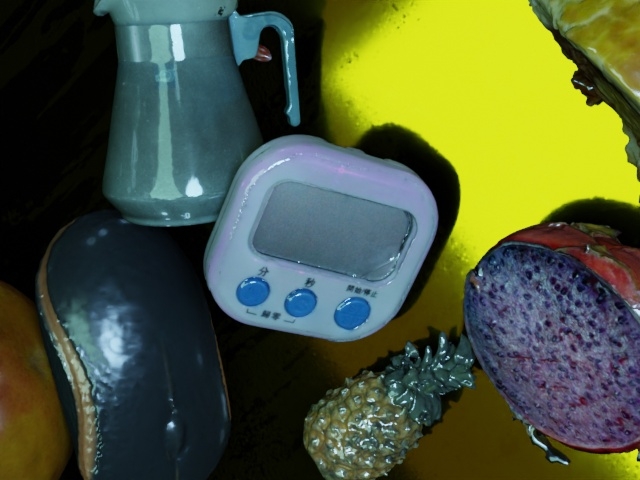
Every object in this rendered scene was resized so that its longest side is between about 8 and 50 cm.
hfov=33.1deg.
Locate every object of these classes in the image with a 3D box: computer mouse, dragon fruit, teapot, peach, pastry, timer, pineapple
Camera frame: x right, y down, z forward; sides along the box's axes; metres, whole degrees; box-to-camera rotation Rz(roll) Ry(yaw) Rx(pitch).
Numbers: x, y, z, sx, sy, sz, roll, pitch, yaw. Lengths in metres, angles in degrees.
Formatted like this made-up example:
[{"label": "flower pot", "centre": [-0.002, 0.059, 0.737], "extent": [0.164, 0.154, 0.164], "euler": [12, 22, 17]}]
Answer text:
[{"label": "computer mouse", "centre": [-0.191, 0.125, 1.130], "extent": [0.116, 0.183, 0.323], "euler": [-10, 96, 54]}, {"label": "dragon fruit", "centre": [0.251, 0.068, 0.958], "extent": [0.218, 0.148, 0.223], "euler": [-23, 99, 56]}, {"label": "teapot", "centre": [-0.121, -0.140, 1.059], "extent": [0.203, 0.171, 0.225], "euler": [-8, 105, -14]}, {"label": "peach", "centre": [-0.428, 0.178, 1.158], "extent": [0.342, 0.343, 0.302], "euler": [55, 139, 7]}, {"label": "pastry", "centre": [0.292, -0.137, 0.851], "extent": [0.170, 0.237, 0.256], "euler": [-34, 82, 7]}, {"label": "timer", "centre": [0.000, 0.000, 1.030], "extent": [0.209, 0.069, 0.190], "euler": [15, 112, -24]}, {"label": "pineapple", "centre": [0.076, 0.160, 1.061], "extent": [0.198, 0.108, 0.108], "euler": [-38, 82, 18]}]

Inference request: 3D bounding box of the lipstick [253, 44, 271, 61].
[{"label": "lipstick", "centre": [-0.106, -0.212, 1.119], "extent": [0.129, 0.030, 0.030], "euler": [26, 107, 14]}]
